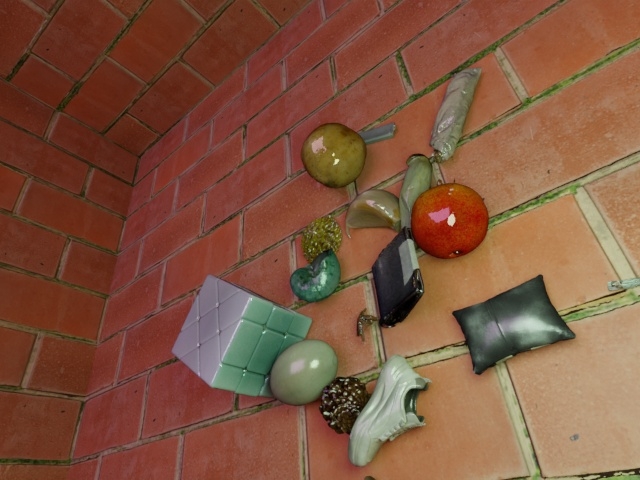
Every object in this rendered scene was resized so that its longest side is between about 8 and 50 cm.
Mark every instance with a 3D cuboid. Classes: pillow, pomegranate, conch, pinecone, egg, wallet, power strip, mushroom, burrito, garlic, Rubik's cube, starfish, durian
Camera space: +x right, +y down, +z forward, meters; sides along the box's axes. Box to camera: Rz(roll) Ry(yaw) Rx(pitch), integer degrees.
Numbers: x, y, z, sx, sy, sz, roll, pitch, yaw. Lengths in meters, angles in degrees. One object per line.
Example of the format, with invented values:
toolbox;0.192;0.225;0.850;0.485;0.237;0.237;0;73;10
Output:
pillow;0.466;0.205;1.016;0.250;0.106;0.185;-32;41;23
pomegranate;0.049;-0.333;1.610;0.261;0.260;0.260;-22;53;33
conch;-0.019;0.143;1.493;0.202;0.134;0.196;-22;22;37
pinecone;0.070;0.480;1.201;0.174;0.174;0.173;-22;53;33
egg;-0.055;0.424;1.315;0.253;0.187;0.186;-39;46;15
pomegranate;0.369;-0.072;1.198;0.221;0.221;0.256;-26;43;30
wallet;0.231;0.116;1.235;0.262;0.072;0.220;111;161;-54
power strip;0.204;-0.428;1.687;0.253;0.027;0.060;-6;64;41
mushroom;0.310;-0.135;1.357;0.087;0.107;0.333;-18;53;61
burrito;0.458;-0.439;1.423;0.117;0.076;0.391;4;68;51
garlic;0.184;-0.098;1.457;0.245;0.146;0.164;-7;93;43
Rubik's cube;-0.282;0.346;1.481;0.319;0.316;0.321;14;78;46
starfish;0.134;0.258;1.316;0.133;0.041;0.130;-59;16;28
durian;0.002;-0.001;1.587;0.183;0.165;0.132;-30;3;-2

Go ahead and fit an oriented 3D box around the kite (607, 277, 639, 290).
kite;0.770;0.090;0.867;0.268;0.013;0.322;-6;62;40

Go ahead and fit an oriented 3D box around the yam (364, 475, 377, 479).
yam;0.196;0.691;1.029;0.241;0.057;0.056;25;85;46

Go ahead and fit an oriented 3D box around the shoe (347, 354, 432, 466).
shoe;0.202;0.479;1.100;0.159;0.124;0.316;16;78;40
